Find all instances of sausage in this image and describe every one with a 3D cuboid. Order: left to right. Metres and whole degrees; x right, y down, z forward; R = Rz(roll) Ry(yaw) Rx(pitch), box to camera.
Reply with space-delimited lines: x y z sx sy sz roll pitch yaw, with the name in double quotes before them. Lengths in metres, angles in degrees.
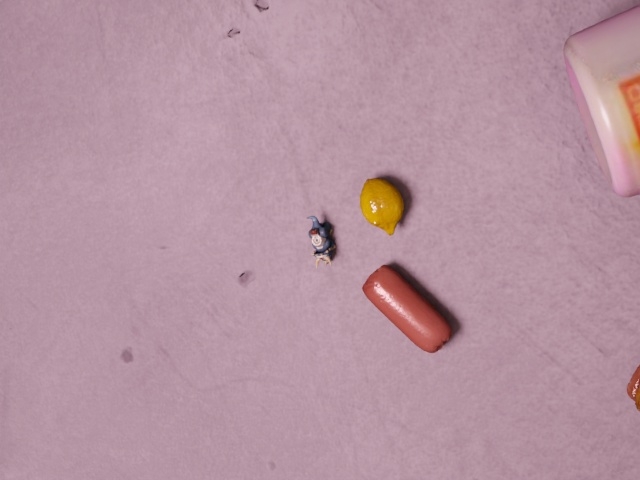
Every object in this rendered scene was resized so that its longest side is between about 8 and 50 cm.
"sausage" 0.132 0.105 1.045 0.154 0.062 0.062 44 108 7
"sausage" 0.482 0.159 0.960 0.158 0.042 0.036 -60 41 15

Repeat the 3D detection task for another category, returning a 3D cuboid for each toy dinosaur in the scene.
"toy dinosaur" 0.000 0.000 1.077 0.030 0.047 0.083 -10 97 20

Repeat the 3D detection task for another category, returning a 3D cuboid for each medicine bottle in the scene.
"medicine bottle" 0.505 -0.212 0.798 0.388 0.219 0.219 -21 92 18

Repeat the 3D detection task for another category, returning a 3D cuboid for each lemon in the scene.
"lemon" 0.092 -0.052 1.032 0.065 0.065 0.092 -23 86 19

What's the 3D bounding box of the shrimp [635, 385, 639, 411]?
"shrimp" 0.518 0.144 0.906 0.066 0.117 0.262 44 116 50
